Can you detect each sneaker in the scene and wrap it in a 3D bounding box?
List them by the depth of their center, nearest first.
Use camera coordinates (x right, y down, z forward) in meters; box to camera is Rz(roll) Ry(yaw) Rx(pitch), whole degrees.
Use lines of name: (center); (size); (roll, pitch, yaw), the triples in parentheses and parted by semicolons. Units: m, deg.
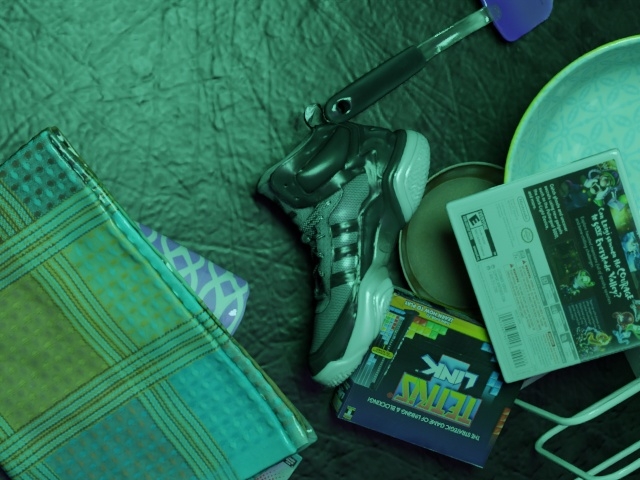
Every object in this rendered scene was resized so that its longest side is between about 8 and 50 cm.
sneaker: (0.000, 0.000, 1.189); (0.153, 0.101, 0.268); (20, 83, -12)

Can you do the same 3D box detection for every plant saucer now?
plant saucer: (0.157, 0.003, 1.265); (0.168, 0.029, 0.168); (0, 91, -15)

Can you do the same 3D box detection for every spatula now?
spatula: (0.124, -0.203, 1.250); (0.296, 0.030, 0.084); (-35, 102, -12)

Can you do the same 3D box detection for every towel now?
towel: (-0.219, 0.115, 1.099); (0.271, 0.040, 0.370); (-35, 101, 17)

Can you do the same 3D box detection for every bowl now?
bowl: (0.332, -0.068, 1.230); (0.289, 0.156, 0.289); (2, 102, 8)

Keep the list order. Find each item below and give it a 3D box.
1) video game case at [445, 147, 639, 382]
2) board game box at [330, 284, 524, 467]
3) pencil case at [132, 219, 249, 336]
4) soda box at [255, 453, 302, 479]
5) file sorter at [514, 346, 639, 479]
video game case: (0.233, 0.026, 1.174); (0.173, 0.022, 0.190); (-18, 97, 13)
board game box: (0.115, 0.138, 1.232); (0.170, 0.048, 0.141); (21, 98, -15)
pencil case: (-0.169, 0.036, 1.148); (0.206, 0.086, 0.088); (28, 118, -12)
soda box: (-0.110, 0.180, 1.179); (0.183, 0.058, 0.063); (39, 81, -14)
file sorter: (0.344, 0.243, 1.241); (0.173, 0.193, 0.278); (-29, 99, -11)
